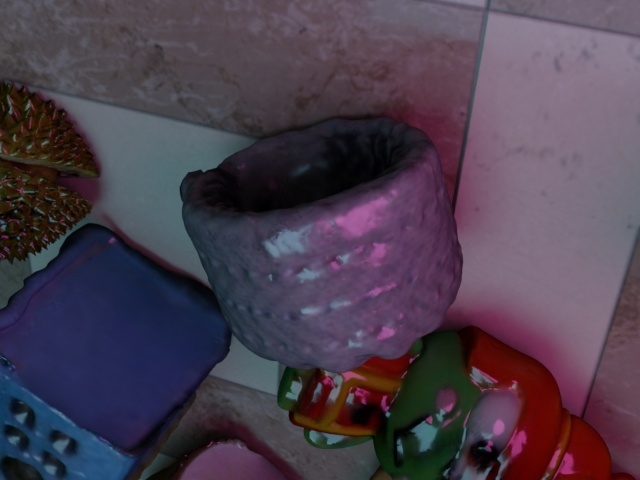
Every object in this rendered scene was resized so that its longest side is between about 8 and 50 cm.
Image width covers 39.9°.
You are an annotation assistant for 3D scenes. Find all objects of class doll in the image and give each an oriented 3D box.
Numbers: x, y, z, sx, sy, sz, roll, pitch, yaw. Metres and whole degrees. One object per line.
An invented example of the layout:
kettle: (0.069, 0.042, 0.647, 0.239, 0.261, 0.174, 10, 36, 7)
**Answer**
doll: (0.141, 0.177, 0.857, 0.363, 0.160, 0.182, 26, 112, 4)

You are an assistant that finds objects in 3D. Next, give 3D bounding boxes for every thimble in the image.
thimble: (0.000, 0.000, 0.774, 0.246, 0.217, 0.157, 3, 121, 38)

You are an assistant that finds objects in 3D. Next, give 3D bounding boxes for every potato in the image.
potato: (-0.170, 0.395, 1.122, 0.229, 0.229, 0.266, 45, 142, -8)

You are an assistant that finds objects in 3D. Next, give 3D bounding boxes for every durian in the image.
durian: (-0.373, -0.059, 0.949, 0.237, 0.138, 0.193, -17, 112, 32)

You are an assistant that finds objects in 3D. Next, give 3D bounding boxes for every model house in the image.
model house: (-0.258, 0.180, 0.990, 0.216, 0.237, 0.303, 31, 129, 5)

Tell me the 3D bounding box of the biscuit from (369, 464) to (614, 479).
biscuit: (0.226, 0.388, 0.995, 0.385, 0.062, 0.365, 13, 115, 21)
